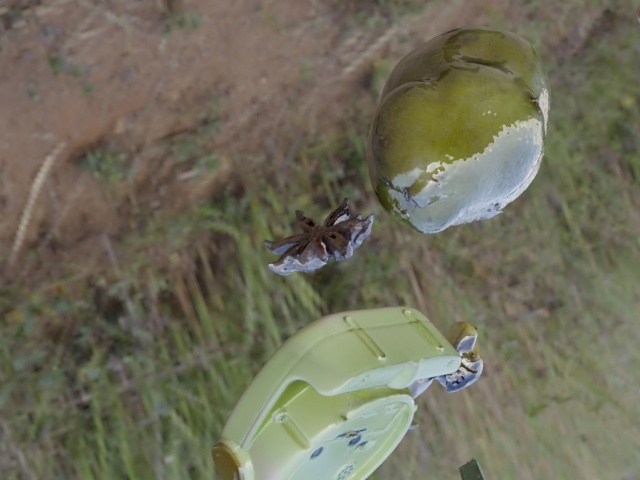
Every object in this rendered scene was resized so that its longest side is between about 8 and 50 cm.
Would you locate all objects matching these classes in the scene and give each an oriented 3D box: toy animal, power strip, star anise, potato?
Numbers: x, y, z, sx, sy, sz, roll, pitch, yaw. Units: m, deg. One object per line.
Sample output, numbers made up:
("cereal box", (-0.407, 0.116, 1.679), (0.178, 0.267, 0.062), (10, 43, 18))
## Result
("toy animal", (0.158, 0.192, 2.235), (0.233, 0.168, 0.121), (-31, 166, -44))
("power strip", (0.184, 0.288, 1.638), (0.027, 0.017, 0.083), (-28, -152, 8))
("star anise", (-0.001, 0.002, 1.578), (0.141, 0.042, 0.141), (-19, -156, 9))
("potato", (0.151, -0.120, 1.583), (0.203, 0.218, 0.351), (26, -147, 10))

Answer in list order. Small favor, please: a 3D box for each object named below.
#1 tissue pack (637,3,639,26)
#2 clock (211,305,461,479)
("tissue pack", (0.615, -0.386, 1.947), (0.306, 0.238, 0.239), (-13, -173, 45))
("clock", (0.003, 0.242, 1.797), (0.286, 0.117, 0.348), (-3, 134, -52))
